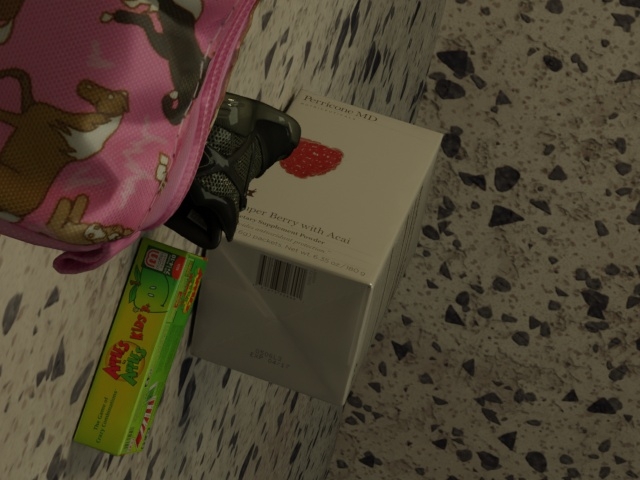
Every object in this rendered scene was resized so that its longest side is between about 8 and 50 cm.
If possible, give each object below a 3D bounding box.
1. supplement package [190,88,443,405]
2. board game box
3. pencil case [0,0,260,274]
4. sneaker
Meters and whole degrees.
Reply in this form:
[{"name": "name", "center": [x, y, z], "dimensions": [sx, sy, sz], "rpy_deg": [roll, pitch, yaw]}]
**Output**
[{"name": "supplement package", "center": [0.000, 0.000, 1.796], "dimensions": [0.293, 0.178, 0.175], "rpy_deg": [-62, 168, -51]}, {"name": "board game box", "center": [-0.154, 0.092, 1.447], "dimensions": [0.092, 0.043, 0.181], "rpy_deg": [33, 76, -82]}, {"name": "pencil case", "center": [-0.066, -0.183, 0.682], "dimensions": [0.160, 0.167, 0.386], "rpy_deg": [16, 107, -46]}, {"name": "sneaker", "center": [-0.085, -0.064, 1.425], "dimensions": [0.227, 0.087, 0.130], "rpy_deg": [-9, 119, -78]}]
